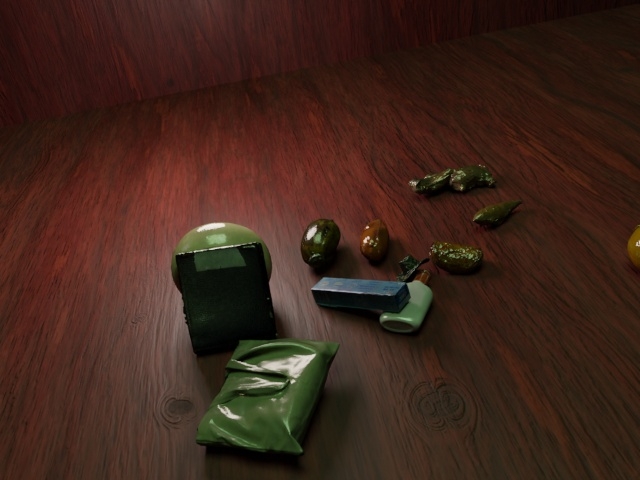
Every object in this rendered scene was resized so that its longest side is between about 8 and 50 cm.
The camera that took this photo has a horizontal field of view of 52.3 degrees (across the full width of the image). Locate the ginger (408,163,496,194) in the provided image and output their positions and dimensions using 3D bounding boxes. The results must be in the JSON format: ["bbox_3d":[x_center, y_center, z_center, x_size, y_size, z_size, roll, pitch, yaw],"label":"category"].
[{"bbox_3d":[0.436,-0.196,2.184,0.290,0.084,0.122,-8,52,-4],"label":"ginger"}]

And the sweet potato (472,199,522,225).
[{"bbox_3d":[0.537,-0.082,1.976,0.206,0.060,0.068,-26,72,-27],"label":"sweet potato"}]

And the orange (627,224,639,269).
[{"bbox_3d":[0.861,0.016,1.644,0.155,0.134,0.154,-4,38,3],"label":"orange"}]

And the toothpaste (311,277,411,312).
[{"bbox_3d":[0.099,0.139,1.685,0.272,0.053,0.066,0,28,41],"label":"toothpaste"}]

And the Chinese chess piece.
[{"bbox_3d":[-0.263,0.073,1.741,0.273,0.273,0.102,-8,45,3],"label":"Chinese chess piece"}]

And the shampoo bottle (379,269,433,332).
[{"bbox_3d":[0.233,0.152,1.674,0.108,0.051,0.221,2,33,28],"label":"shampoo bottle"}]

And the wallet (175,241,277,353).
[{"bbox_3d":[-0.234,0.143,1.634,0.221,0.262,0.071,-9,11,4],"label":"wallet"}]

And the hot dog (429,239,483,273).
[{"bbox_3d":[0.375,0.043,1.803,0.147,0.065,0.099,9,34,9],"label":"hot dog"}]

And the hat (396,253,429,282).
[{"bbox_3d":[0.241,0.067,1.776,0.121,0.050,0.121,-35,-1,-1],"label":"hat"}]

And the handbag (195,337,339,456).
[{"bbox_3d":[-0.113,0.328,1.430,0.253,0.109,0.316,-2,37,20],"label":"handbag"}]

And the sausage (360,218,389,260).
[{"bbox_3d":[0.160,0.000,1.926,0.089,0.089,0.179,-2,28,13],"label":"sausage"}]

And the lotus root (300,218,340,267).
[{"bbox_3d":[0.000,0.000,1.925,0.120,0.120,0.209,0,36,15],"label":"lotus root"}]
